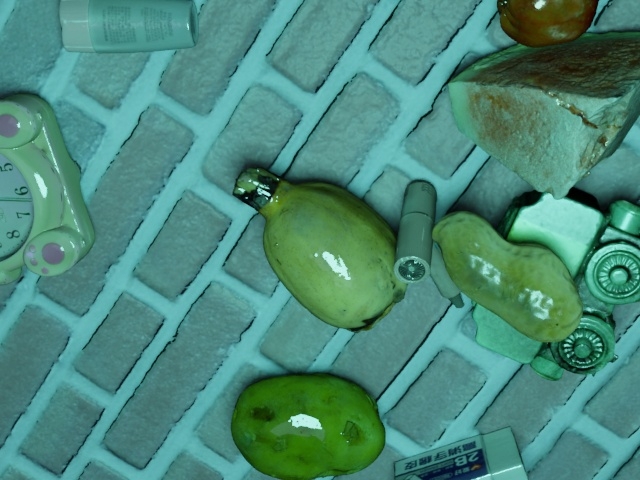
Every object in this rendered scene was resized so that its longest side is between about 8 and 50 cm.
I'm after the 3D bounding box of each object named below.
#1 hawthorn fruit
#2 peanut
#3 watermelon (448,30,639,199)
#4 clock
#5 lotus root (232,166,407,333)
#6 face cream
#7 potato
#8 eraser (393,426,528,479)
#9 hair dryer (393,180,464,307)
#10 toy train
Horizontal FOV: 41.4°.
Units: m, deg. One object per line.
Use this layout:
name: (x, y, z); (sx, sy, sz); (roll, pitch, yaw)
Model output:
hawthorn fruit: (0.315, -0.329, 1.164); (0.138, 0.133, 0.133); (6, 108, -7)
peanut: (0.257, 0.044, 1.170); (0.236, 0.110, 0.120); (41, 133, 15)
watermelon: (0.345, -0.197, 1.167); (0.310, 0.232, 0.193); (-2, 140, -8)
clock: (-0.530, -0.065, 1.317); (0.309, 0.114, 0.284); (-12, 108, 9)
lotus root: (0.000, 0.000, 1.263); (0.310, 0.183, 0.183); (44, 105, -5)
face cream: (-0.282, -0.318, 1.249); (0.198, 0.057, 0.084); (2, 107, 6)
potato: (-0.019, 0.304, 1.381); (0.253, 0.148, 0.186); (18, 124, -10)
eraser: (0.230, 0.389, 1.397); (0.210, 0.124, 0.068); (-21, 104, 10)
hair dryer: (0.170, 0.051, 1.280); (0.053, 0.195, 0.220); (-12, 122, 20)
toy train: (0.361, 0.059, 1.274); (0.238, 0.167, 0.299); (24, 107, 7)
